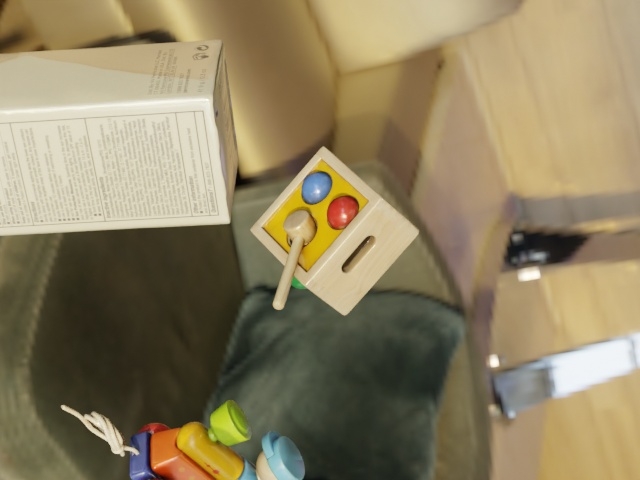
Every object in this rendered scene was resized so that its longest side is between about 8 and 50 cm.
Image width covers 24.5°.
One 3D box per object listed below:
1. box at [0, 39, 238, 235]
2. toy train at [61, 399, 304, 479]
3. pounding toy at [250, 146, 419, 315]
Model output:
[{"bbox_3d":[-0.242,-0.095,1.405,0.121,0.311,0.148,-87,174,-55],"label":"box"},{"bbox_3d":[-0.139,0.215,1.567,0.248,0.143,0.105,46,20,-33],"label":"toy train"},{"bbox_3d":[0.000,0.000,1.407,0.100,0.141,0.130,39,3,-44],"label":"pounding toy"}]
